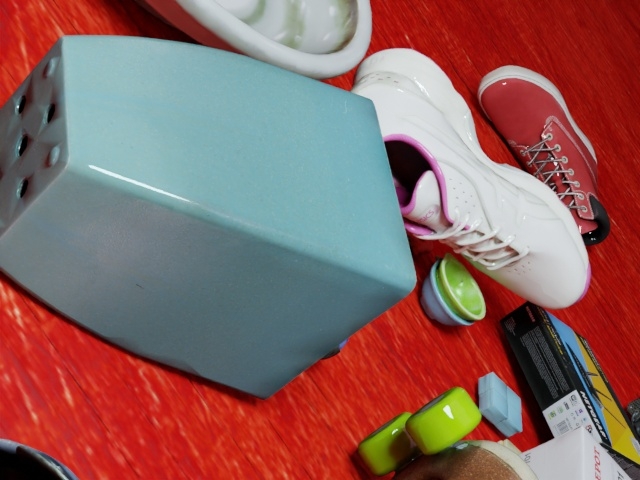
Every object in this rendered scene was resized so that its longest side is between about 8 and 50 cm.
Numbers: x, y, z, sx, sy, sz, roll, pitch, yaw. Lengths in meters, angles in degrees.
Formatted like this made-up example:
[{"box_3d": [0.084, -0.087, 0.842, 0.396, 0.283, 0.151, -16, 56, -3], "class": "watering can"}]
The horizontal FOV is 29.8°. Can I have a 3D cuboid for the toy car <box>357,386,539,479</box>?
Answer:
[{"box_3d": [0.057, 0.222, 0.834, 0.188, 0.149, 0.155, -32, 85, -33], "class": "toy car"}]

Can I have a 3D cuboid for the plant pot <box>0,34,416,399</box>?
[{"box_3d": [-0.090, -0.027, 0.783, 0.234, 0.165, 0.165, 21, 44, -36], "class": "plant pot"}]

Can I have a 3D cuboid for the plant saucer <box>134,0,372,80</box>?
[{"box_3d": [-0.117, -0.293, 1.066, 0.400, 0.101, 0.400, 38, 33, -31], "class": "plant saucer"}]

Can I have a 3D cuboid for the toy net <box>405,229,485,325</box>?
[{"box_3d": [0.072, -0.018, 1.139, 0.232, 0.045, 0.122, 47, 30, -17], "class": "toy net"}]

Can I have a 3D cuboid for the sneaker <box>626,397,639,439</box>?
[{"box_3d": [0.383, 0.239, 1.338, 0.227, 0.130, 0.087, -44, 102, -33], "class": "sneaker"}]

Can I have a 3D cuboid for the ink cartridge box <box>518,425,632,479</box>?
[{"box_3d": [0.244, 0.275, 1.018, 0.190, 0.082, 0.139, 48, 29, -20], "class": "ink cartridge box"}]

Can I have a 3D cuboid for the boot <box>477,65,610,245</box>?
[{"box_3d": [0.290, -0.100, 1.524, 0.244, 0.088, 0.176, 39, 35, -36], "class": "boot"}]

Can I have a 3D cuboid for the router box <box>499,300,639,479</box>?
[{"box_3d": [0.262, 0.159, 1.223, 0.133, 0.046, 0.178, 32, 28, -45], "class": "router box"}]

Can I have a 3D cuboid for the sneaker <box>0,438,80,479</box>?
[{"box_3d": [-0.108, 0.161, 0.534, 0.350, 0.148, 0.131, 18, 48, -40], "class": "sneaker"}]

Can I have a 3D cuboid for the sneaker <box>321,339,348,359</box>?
[{"box_3d": [0.000, 0.000, 0.979, 0.087, 0.083, 0.221, 39, 36, -45], "class": "sneaker"}]

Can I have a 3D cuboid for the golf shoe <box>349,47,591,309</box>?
[{"box_3d": [0.124, -0.029, 1.098, 0.306, 0.115, 0.140, 44, 42, -12], "class": "golf shoe"}]

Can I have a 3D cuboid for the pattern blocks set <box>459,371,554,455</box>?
[{"box_3d": [0.190, 0.278, 1.044, 0.285, 0.026, 0.325, 49, 29, -15], "class": "pattern blocks set"}]
